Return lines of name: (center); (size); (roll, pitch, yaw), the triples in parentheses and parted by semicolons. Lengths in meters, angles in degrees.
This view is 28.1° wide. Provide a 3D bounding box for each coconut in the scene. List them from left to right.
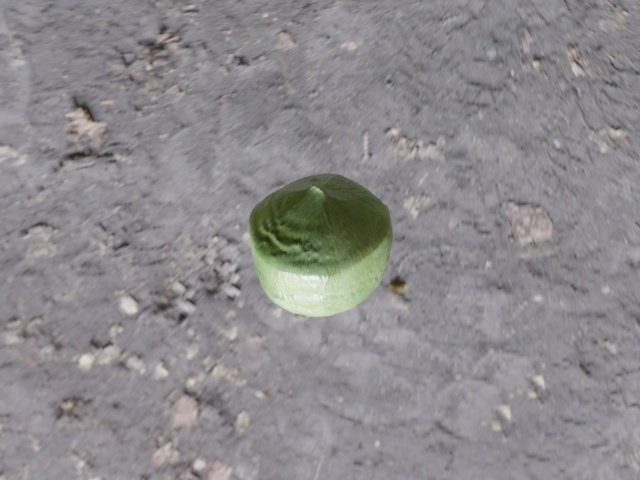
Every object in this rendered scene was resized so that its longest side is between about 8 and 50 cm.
coconut: (0.000, 0.000, 0.767); (0.088, 0.088, 0.096); (7, 137, 6)
